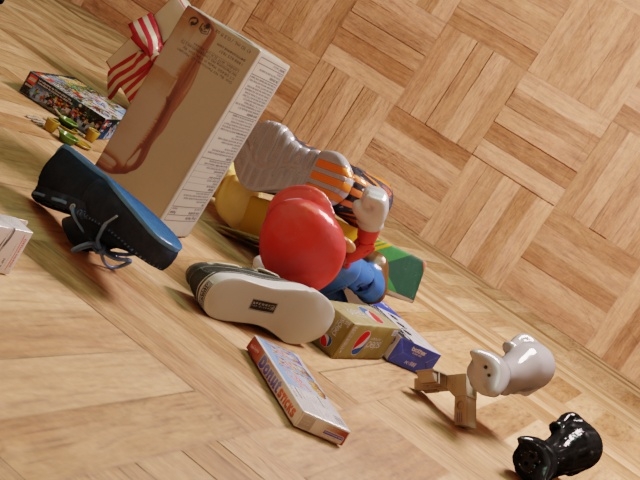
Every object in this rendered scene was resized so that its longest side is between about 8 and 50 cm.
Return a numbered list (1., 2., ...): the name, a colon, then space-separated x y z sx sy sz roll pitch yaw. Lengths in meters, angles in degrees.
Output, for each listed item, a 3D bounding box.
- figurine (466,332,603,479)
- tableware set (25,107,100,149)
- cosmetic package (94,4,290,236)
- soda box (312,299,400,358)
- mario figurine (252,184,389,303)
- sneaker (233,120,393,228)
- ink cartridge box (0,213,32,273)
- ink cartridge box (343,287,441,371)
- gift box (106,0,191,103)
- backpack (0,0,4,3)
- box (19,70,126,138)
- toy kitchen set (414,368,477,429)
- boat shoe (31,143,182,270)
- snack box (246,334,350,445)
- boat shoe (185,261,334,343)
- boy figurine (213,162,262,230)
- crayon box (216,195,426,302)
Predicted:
1. figurine: 0.286 0.235 1.482 0.209 0.092 0.214 5 54 -61
2. tableware set: -0.408 -0.182 1.754 0.104 0.024 0.154 34 8 9
3. cosmetic package: -0.186 -0.160 1.501 0.129 0.296 0.153 33 7 11
4. soda box: 0.045 0.127 1.507 0.061 0.058 0.181 36 8 24
5. mario figurine: 0.000 0.000 1.505 0.170 0.198 0.320 33 -7 23
6. sneaker: -0.007 -0.093 1.783 0.180 0.124 0.321 27 3 -42
7. ink cartridge box: -0.298 0.002 0.978 0.028 0.048 0.083 36 9 24
8. ink cartridge box: 0.095 0.133 1.699 0.097 0.046 0.207 27 9 -39
9. gift box: -0.302 -0.339 2.339 0.255 0.276 0.258 52 13 28
10. backpack: -0.622 -0.444 1.809 0.191 0.225 0.253 35 3 -20
11. box: -0.434 -0.246 1.961 0.159 0.044 0.233 33 8 1
12. toy kitchen set: 0.165 0.222 1.494 0.083 0.075 0.068 -11 -24 34
13. boat shoe: -0.243 -0.019 1.208 0.109 0.089 0.258 43 -6 -40
14. snack box: -0.027 0.159 1.163 0.064 0.022 0.178 27 10 -28
15. boat shoe: -0.072 0.069 1.337 0.219 0.077 0.070 22 14 -44
16. boy figurine: -0.189 -0.110 1.922 0.285 0.092 0.177 40 11 38
17. crayon box: 0.006 0.009 1.801 0.202 0.081 0.319 17 -5 43
